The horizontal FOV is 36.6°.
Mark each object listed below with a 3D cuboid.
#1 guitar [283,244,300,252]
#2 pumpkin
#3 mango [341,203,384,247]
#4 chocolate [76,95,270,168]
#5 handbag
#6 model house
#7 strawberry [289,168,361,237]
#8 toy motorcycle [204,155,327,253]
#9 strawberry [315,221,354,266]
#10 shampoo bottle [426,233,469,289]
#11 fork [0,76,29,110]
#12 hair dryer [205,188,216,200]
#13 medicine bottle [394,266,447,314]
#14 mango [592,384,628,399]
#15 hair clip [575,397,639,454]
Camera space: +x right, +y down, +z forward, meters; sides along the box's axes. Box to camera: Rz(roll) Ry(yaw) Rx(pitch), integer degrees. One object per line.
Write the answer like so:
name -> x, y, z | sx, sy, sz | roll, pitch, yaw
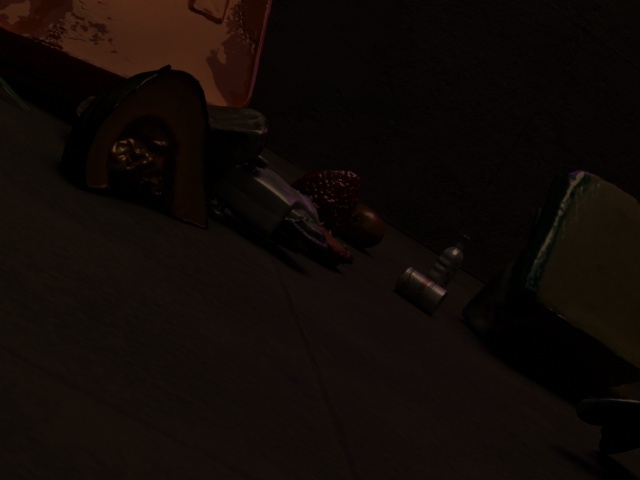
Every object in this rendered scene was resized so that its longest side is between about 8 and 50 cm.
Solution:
guitar -> -0.085, -0.035, 1.627 | 0.088, 0.025, 0.233 | 32, 5, -19
pumpkin -> -0.201, -0.130, 1.158 | 0.111, 0.163, 0.278 | 34, 4, 27
mango -> 0.088, -0.033, 2.213 | 0.111, 0.089, 0.163 | 43, -7, -18
chocolate -> -0.198, -0.135, 1.304 | 0.254, 0.080, 0.157 | 3, 17, -9
handbag -> -0.295, -0.332, 1.479 | 0.410, 0.303, 0.116 | 20, -33, -17
model house -> 0.497, 0.097, 2.039 | 0.335, 0.382, 0.343 | 32, -29, -12
strawberry -> 0.002, -0.075, 1.802 | 0.131, 0.148, 0.131 | 32, 5, -3
toy motorcycle -> -0.095, -0.066, 1.447 | 0.260, 0.110, 0.171 | 37, 4, -3
strawberry -> -0.002, 0.002, 1.626 | 0.152, 0.048, 0.104 | 35, 12, -40
shampoo bottle -> 0.331, 0.050, 2.458 | 0.045, 0.151, 0.077 | 36, 6, 38
fork -> -0.478, -0.237, 1.248 | 0.235, 0.021, 0.039 | 31, 3, -17
hair dryer -> -0.205, -0.113, 1.552 | 0.106, 0.054, 0.154 | 37, 1, -10
medicine bottle -> 0.192, 0.095, 1.848 | 0.089, 0.057, 0.057 | 35, 7, 17
mango -> 0.647, 0.310, 2.292 | 0.195, 0.098, 0.137 | 40, 4, 15
hair clip -> 0.549, 0.274, 1.293 | 0.318, 0.392, 0.238 | 27, 35, -49
